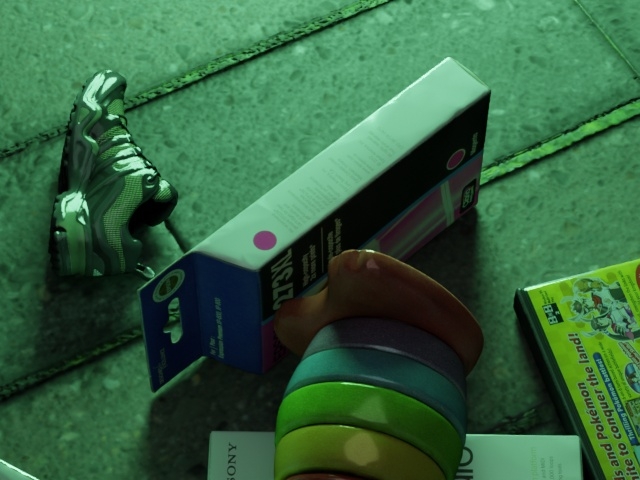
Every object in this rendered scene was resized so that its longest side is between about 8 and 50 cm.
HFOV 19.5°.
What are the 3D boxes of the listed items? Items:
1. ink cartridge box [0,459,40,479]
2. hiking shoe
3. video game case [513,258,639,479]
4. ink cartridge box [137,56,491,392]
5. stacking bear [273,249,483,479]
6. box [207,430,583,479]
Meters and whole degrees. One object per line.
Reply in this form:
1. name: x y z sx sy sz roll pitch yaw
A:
1. ink cartridge box: -0.217 0.308 1.443 0.289 0.121 0.211 25 76 21
2. hiking shoe: -0.192 -0.058 1.773 0.114 0.086 0.227 10 61 -9
3. video game case: 0.334 0.131 1.658 0.248 0.035 0.275 -13 57 -9
4. ink cartridge box: 0.000 0.000 1.663 0.371 0.175 0.069 -36 63 -22
5. stacking bear: 0.026 0.183 1.479 0.164 0.175 0.289 26 57 -15
6. box: 0.061 0.271 1.546 0.322 0.058 0.232 0 56 2
